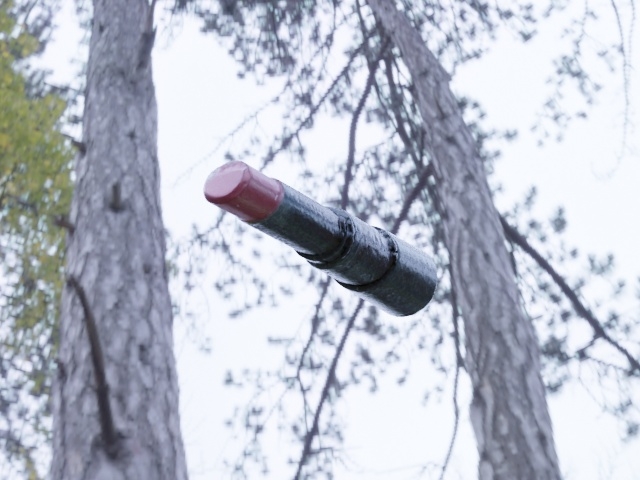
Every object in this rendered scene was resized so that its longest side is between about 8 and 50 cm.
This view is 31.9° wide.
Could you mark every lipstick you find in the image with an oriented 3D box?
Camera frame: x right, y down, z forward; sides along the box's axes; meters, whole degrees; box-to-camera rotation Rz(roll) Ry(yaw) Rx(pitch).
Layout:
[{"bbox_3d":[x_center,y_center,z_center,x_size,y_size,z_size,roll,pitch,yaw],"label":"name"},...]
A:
[{"bbox_3d":[0.000,0.000,0.730,0.053,0.053,0.234,-40,-33,17],"label":"lipstick"}]
